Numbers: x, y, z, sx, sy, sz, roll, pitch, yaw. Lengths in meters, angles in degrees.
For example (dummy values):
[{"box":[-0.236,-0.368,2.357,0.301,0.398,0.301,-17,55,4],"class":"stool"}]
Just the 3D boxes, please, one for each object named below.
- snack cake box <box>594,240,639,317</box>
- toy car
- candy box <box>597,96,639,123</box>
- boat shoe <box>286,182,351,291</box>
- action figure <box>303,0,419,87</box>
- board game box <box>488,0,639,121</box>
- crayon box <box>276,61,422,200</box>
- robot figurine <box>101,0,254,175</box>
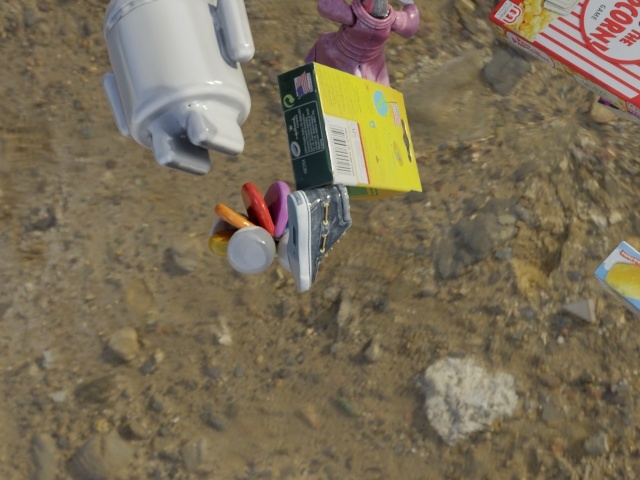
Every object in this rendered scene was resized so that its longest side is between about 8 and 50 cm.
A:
[{"box":[0.670,0.127,1.622,0.264,0.152,0.089,43,95,24],"class":"snack cake box"},{"box":[-0.084,-0.026,1.303,0.182,0.159,0.136,1,104,-24],"class":"toy car"},{"box":[0.683,-0.313,1.682,0.071,0.233,0.159,27,102,-19],"class":"candy box"},{"box":[0.000,0.000,1.187,0.083,0.065,0.183,-13,137,-15],"class":"boat shoe"},{"box":[0.070,-0.410,1.707,0.248,0.370,0.275,7,65,-7],"class":"action figure"},{"box":[0.289,-0.225,0.819,0.193,0.045,0.146,40,96,27],"class":"board game box"},{"box":[0.059,-0.176,1.438,0.081,0.318,0.202,-14,81,32],"class":"crayon box"},{"box":[-0.235,-0.283,1.343,0.300,0.200,0.353,-25,71,23],"class":"robot figurine"}]
